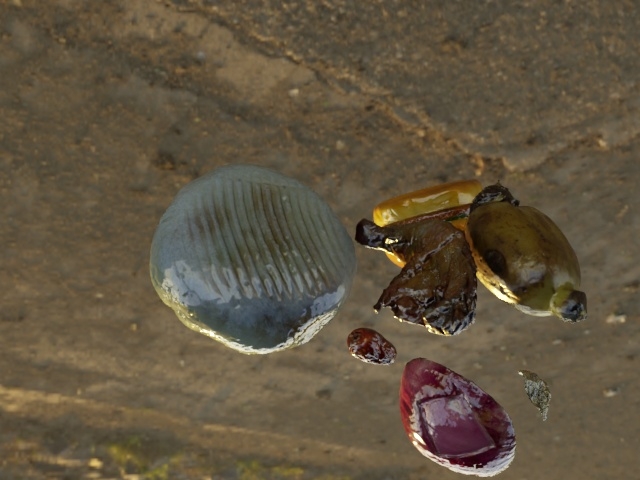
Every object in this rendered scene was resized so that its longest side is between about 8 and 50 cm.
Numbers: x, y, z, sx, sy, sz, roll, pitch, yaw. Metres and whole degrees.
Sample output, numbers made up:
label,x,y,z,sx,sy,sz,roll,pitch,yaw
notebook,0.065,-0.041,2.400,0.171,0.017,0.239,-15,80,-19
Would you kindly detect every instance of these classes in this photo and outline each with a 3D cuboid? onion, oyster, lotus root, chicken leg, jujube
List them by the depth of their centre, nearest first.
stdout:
label,x,y,z,sx,sy,sz,roll,pitch,yaw
chicken leg,0.158,0.045,1.380,0.177,0.322,0.083,-22,128,7
lotus root,0.331,0.030,1.418,0.169,0.314,0.141,10,125,-31
oyster,0.372,0.259,1.475,0.038,0.080,0.083,-21,144,14
onion,0.236,0.348,1.622,0.111,0.250,0.247,-44,148,-27
jujube,0.116,0.236,1.905,0.129,0.077,0.077,27,135,-37

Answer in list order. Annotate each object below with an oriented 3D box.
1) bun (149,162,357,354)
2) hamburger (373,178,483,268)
label,x,y,z,sx,sy,sz,roll,pitch,yaw
bun,-0.119,0.039,1.517,0.362,0.361,0.211,3,147,-17
hamburger,0.225,-0.019,1.700,0.246,0.170,0.246,-17,178,-1
